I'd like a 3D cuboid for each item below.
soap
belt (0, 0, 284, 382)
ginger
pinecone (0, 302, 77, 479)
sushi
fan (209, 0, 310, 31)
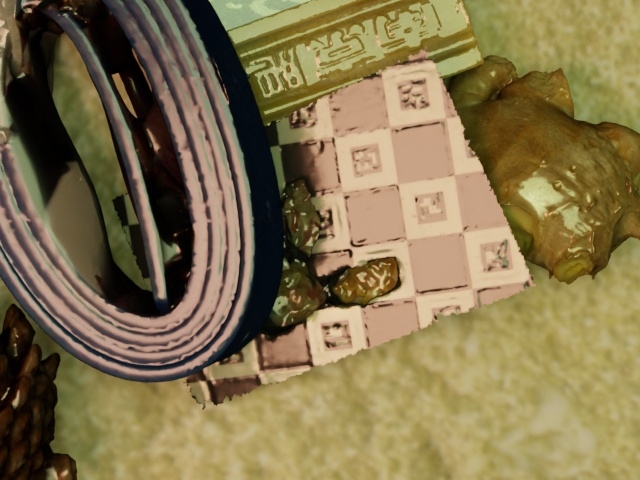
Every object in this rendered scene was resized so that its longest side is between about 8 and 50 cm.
[{"bbox_3d":[-0.007,-0.135,1.349,0.252,0.037,0.092,-20,92,1],"label":"soap"},{"bbox_3d":[-0.151,-0.066,1.284,0.212,0.117,0.347,-21,89,11],"label":"belt"},{"bbox_3d":[0.174,-0.046,1.344,0.216,0.102,0.157,30,56,12],"label":"ginger"},{"bbox_3d":[-0.300,0.127,1.230,0.272,0.224,0.224,23,85,0],"label":"pinecone"},{"bbox_3d":[0.000,0.000,1.333,0.279,0.043,0.192,-24,88,14],"label":"sushi"},{"bbox_3d":[0.013,-0.198,1.384,0.240,0.009,0.131,-13,88,-6],"label":"fan"}]
